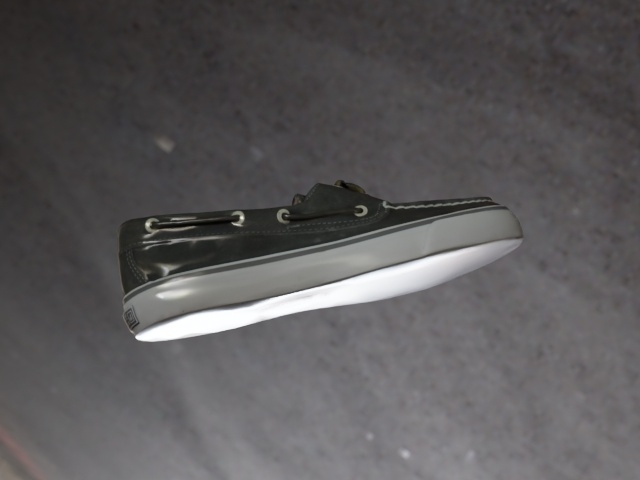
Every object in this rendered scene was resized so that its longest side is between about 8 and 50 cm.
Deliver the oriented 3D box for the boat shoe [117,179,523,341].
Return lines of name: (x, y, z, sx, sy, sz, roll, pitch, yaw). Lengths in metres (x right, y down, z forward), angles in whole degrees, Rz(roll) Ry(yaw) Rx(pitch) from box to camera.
boat shoe: (0.000, 0.000, 0.562, 0.049, 0.142, 0.040, 121, 135, -69)
